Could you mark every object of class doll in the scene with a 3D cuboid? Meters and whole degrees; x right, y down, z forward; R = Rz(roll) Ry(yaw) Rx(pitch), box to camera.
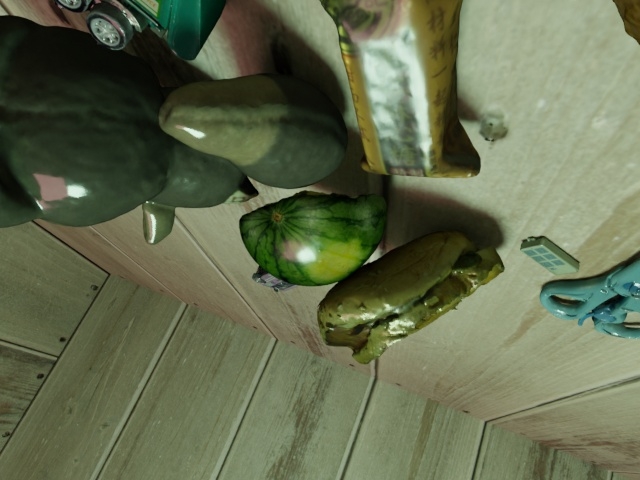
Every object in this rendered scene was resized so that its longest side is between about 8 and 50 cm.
[{"bbox_3d":[-0.201,-0.145,0.532,0.378,0.252,0.382,-19,174,33],"label":"doll"}]

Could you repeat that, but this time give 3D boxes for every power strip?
[{"bbox_3d":[0.332,0.024,0.666,0.090,0.016,0.040,31,157,-18],"label":"power strip"}]

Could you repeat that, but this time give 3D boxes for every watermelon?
[{"bbox_3d":[-0.004,0.000,0.648,0.204,0.127,0.232,-9,176,10],"label":"watermelon"}]

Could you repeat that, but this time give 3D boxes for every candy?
[{"bbox_3d":[0.067,-0.157,0.404,0.143,0.101,0.271,7,148,24],"label":"candy"}]

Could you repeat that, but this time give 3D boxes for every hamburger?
[{"bbox_3d":[0.126,0.081,0.719,0.134,0.285,0.265,54,166,19],"label":"hamburger"}]

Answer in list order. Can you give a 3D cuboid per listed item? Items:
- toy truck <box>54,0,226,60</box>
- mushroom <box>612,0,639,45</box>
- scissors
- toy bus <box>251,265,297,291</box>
[{"bbox_3d":[-0.195,-0.271,0.392,0.124,0.114,0.253,-20,134,43],"label":"toy truck"},{"bbox_3d":[0.245,-0.152,0.164,0.253,0.153,0.253,25,152,14],"label":"mushroom"},{"bbox_3d":[0.435,0.064,0.633,0.180,0.032,0.393,18,158,14],"label":"scissors"},{"bbox_3d":[-0.079,0.056,1.072,0.108,0.096,0.199,26,157,-18],"label":"toy bus"}]
